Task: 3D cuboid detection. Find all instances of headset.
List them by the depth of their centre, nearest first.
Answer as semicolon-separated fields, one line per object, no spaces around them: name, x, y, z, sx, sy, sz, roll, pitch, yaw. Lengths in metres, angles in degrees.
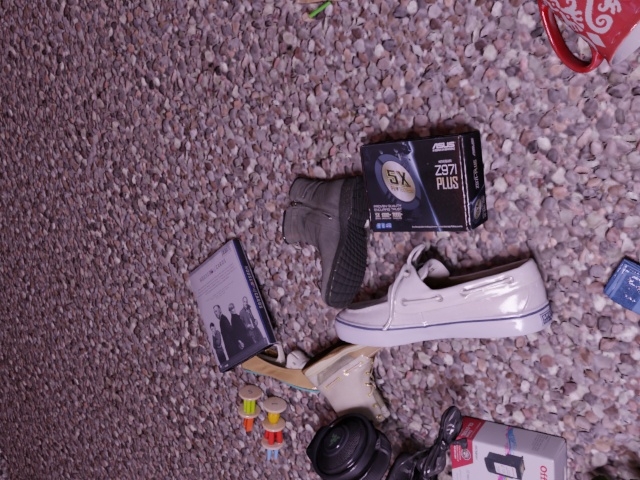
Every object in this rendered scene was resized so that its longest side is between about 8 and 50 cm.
headset;0.122;0.392;1.092;0.244;0.185;0.394;35;154;-2

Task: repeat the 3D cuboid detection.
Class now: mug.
mug;0.333;-0.305;0.776;0.169;0.113;0.150;48;124;17

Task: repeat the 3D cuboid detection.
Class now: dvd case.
dvd case;-0.194;0.142;1.308;0.179;0.030;0.238;-35;68;37

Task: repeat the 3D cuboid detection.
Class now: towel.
towel;0.466;0.081;0.855;0.120;0.029;0.067;32;122;23

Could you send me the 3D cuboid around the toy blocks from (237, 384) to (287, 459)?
toy blocks;-0.134;0.414;1.371;0.123;0.054;0.148;18;115;29

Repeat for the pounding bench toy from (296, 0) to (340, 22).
pounding bench toy;0.001;-0.407;1.012;0.065;0.052;0.083;9;110;33

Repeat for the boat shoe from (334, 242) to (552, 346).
boat shoe;0.174;0.078;0.995;0.367;0.136;0.156;-9;100;35

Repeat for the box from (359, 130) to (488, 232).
box;0.165;-0.092;0.981;0.180;0.078;0.147;1;105;35

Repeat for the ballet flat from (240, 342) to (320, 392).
ballet flat;-0.076;0.256;1.268;0.233;0.080;0.073;7;98;33

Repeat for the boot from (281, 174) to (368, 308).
boot;0.000;0.000;1.090;0.161;0.083;0.246;-2;71;37

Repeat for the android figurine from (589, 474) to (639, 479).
android figurine;0.499;0.470;0.875;0.272;0.056;0.248;56;163;9

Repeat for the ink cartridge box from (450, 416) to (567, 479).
ink cartridge box;0.317;0.386;1.031;0.175;0.072;0.127;3;105;35

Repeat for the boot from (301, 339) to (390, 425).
boot;0.091;0.257;1.148;0.213;0.077;0.165;-32;94;22
